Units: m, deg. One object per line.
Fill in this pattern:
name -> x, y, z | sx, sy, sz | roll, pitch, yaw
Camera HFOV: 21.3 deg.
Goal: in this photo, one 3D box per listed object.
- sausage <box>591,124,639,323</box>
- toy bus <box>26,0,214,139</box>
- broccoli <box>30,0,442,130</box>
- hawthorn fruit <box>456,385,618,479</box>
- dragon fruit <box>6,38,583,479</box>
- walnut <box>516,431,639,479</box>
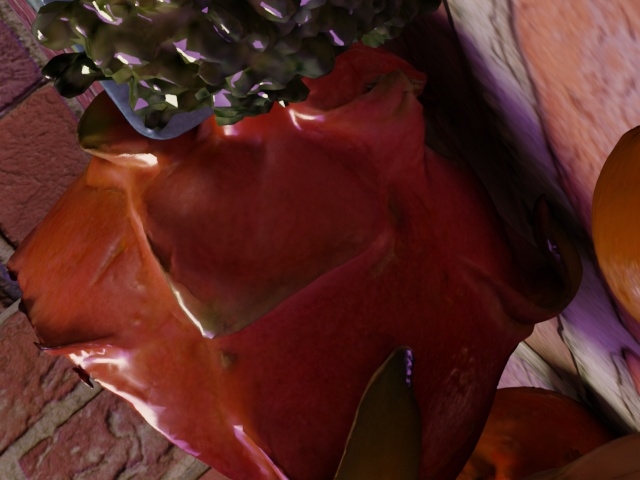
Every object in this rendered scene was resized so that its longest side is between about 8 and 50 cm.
sausage -> 0.149, -0.007, 0.527 | 0.098, 0.098, 0.238 | 50, 171, -6
toy bus -> -0.126, -0.221, 0.807 | 0.312, 0.152, 0.190 | 55, 174, -28
broccoli -> -0.072, -0.172, 0.535 | 0.260, 0.235, 0.288 | 26, 179, -25
hawthorn fruit -> 0.157, 0.232, 1.243 | 0.211, 0.211, 0.299 | 44, 179, 36
dragon fruit -> 0.000, 0.000, 0.953 | 0.305, 0.226, 0.305 | 32, -171, -6
walnut -> 0.183, 0.267, 0.817 | 0.381, 0.381, 0.381 | 48, 172, 9
